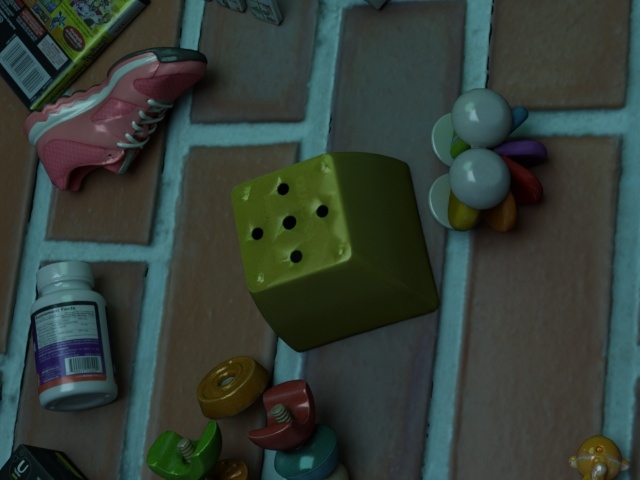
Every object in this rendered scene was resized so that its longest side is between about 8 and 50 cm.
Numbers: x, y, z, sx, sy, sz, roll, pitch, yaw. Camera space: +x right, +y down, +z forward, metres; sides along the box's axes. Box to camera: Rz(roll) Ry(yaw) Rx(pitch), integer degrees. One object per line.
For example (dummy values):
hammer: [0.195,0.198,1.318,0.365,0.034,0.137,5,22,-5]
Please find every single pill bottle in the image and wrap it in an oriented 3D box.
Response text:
pill bottle: [-0.346,0.132,1.877,0.108,0.108,0.193,-18,69,20]

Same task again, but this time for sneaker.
sneaker: [-0.278,-0.169,1.942,0.314,0.116,0.136,-26,77,25]

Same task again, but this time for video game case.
video game case: [-0.429,-0.371,2.077,0.248,0.035,0.275,-44,69,9]

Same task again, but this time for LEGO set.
LEGO set: [-0.149,-0.419,1.869,0.182,0.244,0.060,23,66,30]

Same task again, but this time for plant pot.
plant pot: [0.000,0.000,1.703,0.212,0.187,0.212,-19,69,21]

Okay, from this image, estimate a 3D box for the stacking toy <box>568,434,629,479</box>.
stacking toy: [0.299,0.362,1.498,0.175,0.166,0.301,1,65,16]

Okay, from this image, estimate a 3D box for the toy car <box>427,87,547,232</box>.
toy car: [0.213,-0.096,1.667,0.136,0.159,0.182,6,76,-9]

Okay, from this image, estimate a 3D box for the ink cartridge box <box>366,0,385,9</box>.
ink cartridge box: [0.082,-0.490,1.834,0.278,0.117,0.201,-50,62,5]

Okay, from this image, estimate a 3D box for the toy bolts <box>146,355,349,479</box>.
toy bolts: [-0.067,0.265,1.724,0.228,0.158,0.218,-14,30,32]

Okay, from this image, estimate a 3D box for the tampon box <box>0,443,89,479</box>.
tampon box: [-0.391,0.378,1.836,0.120,0.101,0.161,41,95,28]
